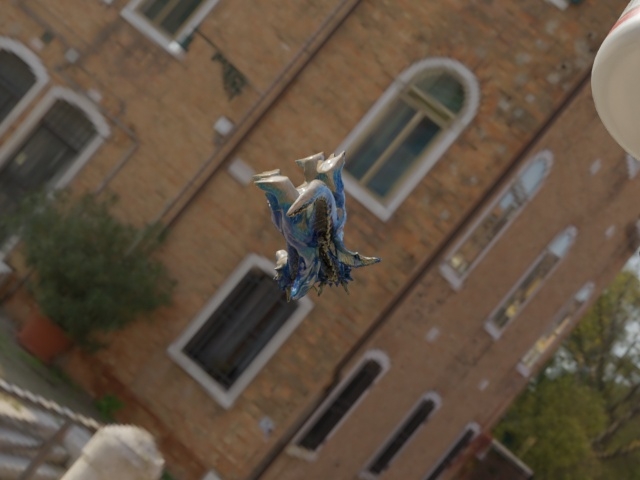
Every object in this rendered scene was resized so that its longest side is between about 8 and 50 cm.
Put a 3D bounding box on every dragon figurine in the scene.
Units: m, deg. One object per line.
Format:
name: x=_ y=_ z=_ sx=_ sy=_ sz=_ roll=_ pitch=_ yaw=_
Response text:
dragon figurine: x=0.000 y=0.000 z=1.025 sx=0.289 sy=0.085 sz=0.144 roll=-159 pitch=-131 yaw=-78

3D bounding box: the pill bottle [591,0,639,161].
pill bottle: x=0.446 y=-0.243 z=1.173 sx=0.210 sy=0.363 sz=0.210 roll=27 pitch=-32 yaw=19
